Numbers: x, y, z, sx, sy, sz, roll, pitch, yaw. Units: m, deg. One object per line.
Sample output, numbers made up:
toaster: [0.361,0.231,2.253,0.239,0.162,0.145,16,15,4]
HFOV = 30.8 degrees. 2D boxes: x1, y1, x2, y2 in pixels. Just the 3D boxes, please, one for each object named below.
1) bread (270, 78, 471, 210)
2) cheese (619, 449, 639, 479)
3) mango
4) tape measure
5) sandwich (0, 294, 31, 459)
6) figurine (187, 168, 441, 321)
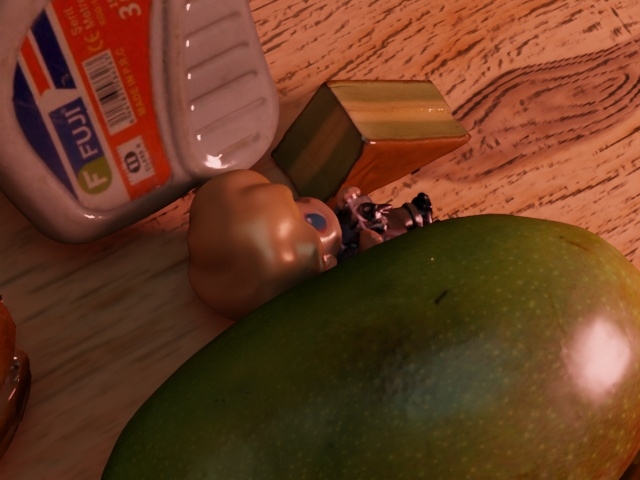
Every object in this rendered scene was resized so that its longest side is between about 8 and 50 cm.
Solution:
bread: [0.044,-0.078,0.939,0.139,0.084,0.074,-11,58,-47]
cheese: [0.229,0.223,0.765,0.171,0.126,0.093,46,59,-3]
mango: [0.045,0.108,0.724,0.382,0.201,0.225,-21,39,-16]
tape measure: [-0.152,-0.138,0.820,0.246,0.243,0.125,-28,39,-16]
sandwich: [-0.311,0.022,0.794,0.254,0.099,0.288,5,61,3]
figurine: [0.000,0.000,0.841,0.196,0.108,0.114,-7,50,-18]
